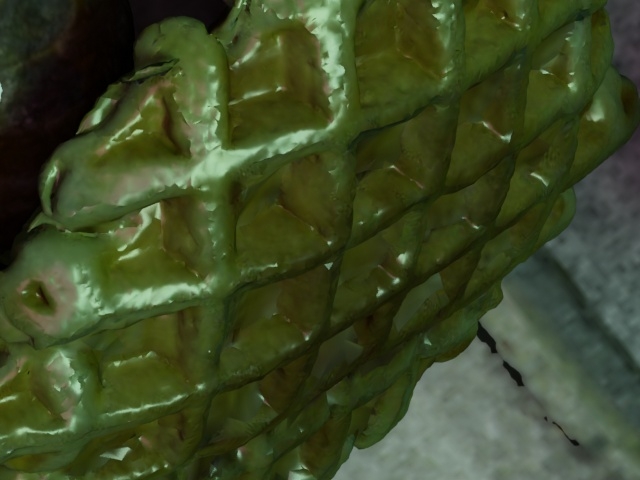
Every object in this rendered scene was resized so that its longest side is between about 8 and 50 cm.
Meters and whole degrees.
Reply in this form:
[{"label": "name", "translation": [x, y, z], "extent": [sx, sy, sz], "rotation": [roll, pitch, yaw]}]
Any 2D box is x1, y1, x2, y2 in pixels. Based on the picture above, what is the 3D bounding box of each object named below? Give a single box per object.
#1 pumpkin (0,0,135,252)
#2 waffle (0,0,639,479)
[{"label": "pumpkin", "translation": [-0.152, -0.047, 0.419], "extent": [0.219, 0.162, 0.219], "rotation": [-2, 115, -4]}, {"label": "waffle", "translation": [0.000, 0.000, 0.450], "extent": [0.054, 0.208, 0.214], "rotation": [40, 93, 25]}]
